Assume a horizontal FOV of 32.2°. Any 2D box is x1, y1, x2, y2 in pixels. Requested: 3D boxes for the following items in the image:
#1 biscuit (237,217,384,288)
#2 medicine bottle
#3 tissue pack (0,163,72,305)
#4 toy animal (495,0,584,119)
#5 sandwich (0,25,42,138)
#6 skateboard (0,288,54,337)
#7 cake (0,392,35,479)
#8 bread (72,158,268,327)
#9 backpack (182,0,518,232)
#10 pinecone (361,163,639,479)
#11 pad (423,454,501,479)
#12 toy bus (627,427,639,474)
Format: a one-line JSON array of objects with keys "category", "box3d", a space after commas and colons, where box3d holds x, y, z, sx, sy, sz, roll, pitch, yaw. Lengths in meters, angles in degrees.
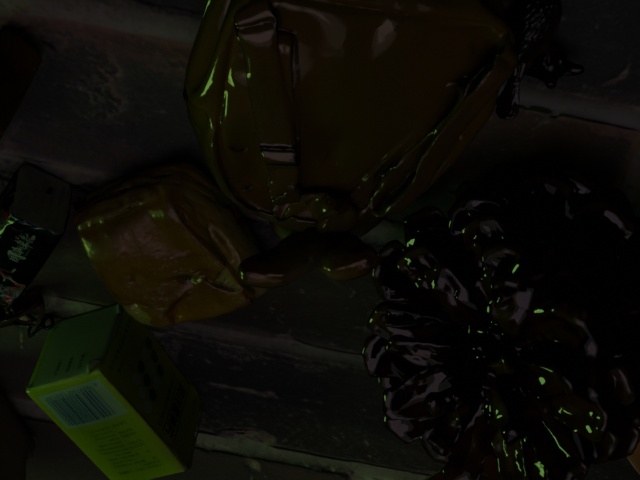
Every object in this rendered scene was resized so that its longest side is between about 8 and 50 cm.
[{"category": "biscuit", "box3d": [-0.001, 0.000, 1.349, 0.164, 0.208, 0.047, -8, 110, 12]}, {"category": "medicine bottle", "box3d": [-0.294, 0.232, 1.631, 0.141, 0.137, 0.250, -17, 127, 19]}, {"category": "tissue pack", "box3d": [-0.399, -0.005, 1.460, 0.090, 0.103, 0.170, 23, 131, -22]}, {"category": "toy animal", "box3d": [0.236, -0.236, 1.204, 0.105, 0.070, 0.202, -23, 131, -32]}, {"category": "sandwich", "box3d": [-0.407, -0.131, 1.274, 0.065, 0.215, 0.186, 35, 124, -22]}, {"category": "skateboard", "box3d": [-0.456, 0.117, 1.605, 0.151, 0.067, 0.080, -21, 135, 18]}, {"category": "cake", "box3d": [-0.630, 0.342, 1.707, 0.308, 0.237, 0.230, -13, 132, 14]}, {"category": "bread", "box3d": [-0.198, 0.016, 1.454, 0.210, 0.099, 0.235, -17, 128, 20]}, {"category": "backpack", "box3d": [0.013, -0.175, 1.190, 0.353, 0.201, 0.378, 12, 136, -17]}, {"category": "pinecone", "box3d": [0.230, 0.121, 1.328, 0.397, 0.398, 0.398, 3, 132, 4]}, {"category": "pad", "box3d": [0.252, 0.423, 1.826, 0.181, 0.004, 0.267, 34, 127, -21]}, {"category": "toy bus", "box3d": [0.536, 0.228, 1.513, 0.232, 0.194, 0.287, 40, 126, -11]}]
